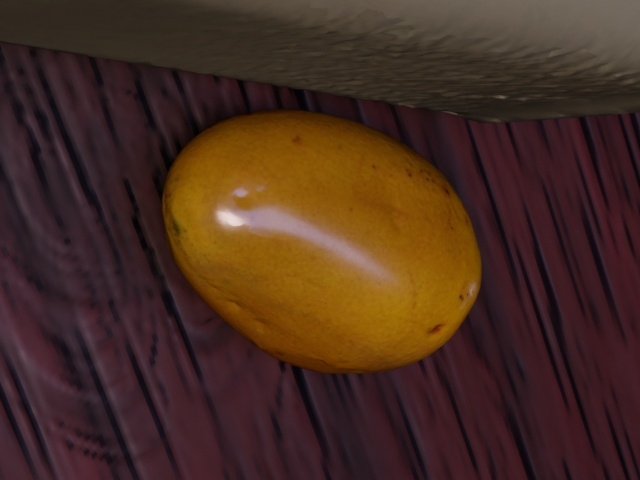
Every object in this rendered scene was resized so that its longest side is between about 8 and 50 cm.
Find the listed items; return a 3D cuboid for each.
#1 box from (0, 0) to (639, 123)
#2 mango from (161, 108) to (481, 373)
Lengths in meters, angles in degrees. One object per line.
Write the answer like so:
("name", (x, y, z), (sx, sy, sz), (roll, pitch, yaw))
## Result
("box", (-0.036, -0.220, 0.378), (0.344, 0.177, 0.352), (7, 86, -36))
("mango", (0.000, 0.000, 0.466), (0.114, 0.060, 0.080), (14, 80, -29))
